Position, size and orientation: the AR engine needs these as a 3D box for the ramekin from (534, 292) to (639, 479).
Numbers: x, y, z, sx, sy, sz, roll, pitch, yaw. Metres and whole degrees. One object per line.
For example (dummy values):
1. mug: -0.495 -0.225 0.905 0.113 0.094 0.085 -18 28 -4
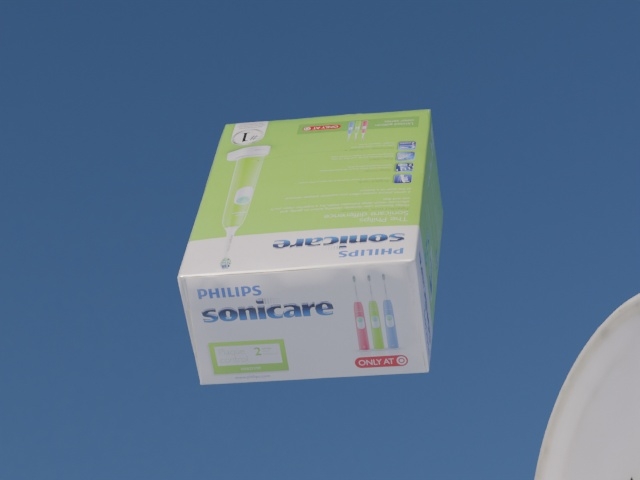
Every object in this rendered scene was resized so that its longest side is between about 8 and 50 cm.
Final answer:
1. ramekin: 0.199 0.134 0.828 0.127 0.273 0.273 10 -38 -21

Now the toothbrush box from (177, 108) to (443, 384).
1. toothbrush box: 0.000 0.000 1.666 0.206 0.283 0.122 -4 -61 8
